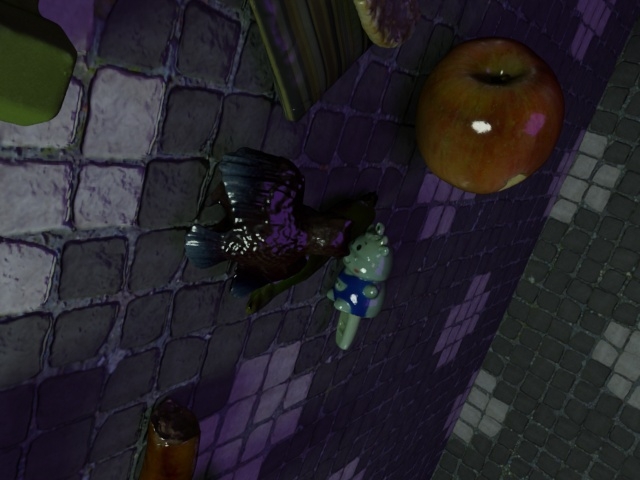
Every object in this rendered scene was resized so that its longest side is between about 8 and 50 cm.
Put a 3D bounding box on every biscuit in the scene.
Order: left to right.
[{"bbox_3d":[0.075,-0.330,0.669,0.265,0.040,0.188,40,63,-63],"label":"biscuit"}]

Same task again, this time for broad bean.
[{"bbox_3d":[0.000,0.000,0.886,0.339,0.061,0.077,-37,153,-35],"label":"broad bean"}]

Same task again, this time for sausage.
[{"bbox_3d":[-0.240,0.368,0.814,0.103,0.076,0.302,12,103,-51],"label":"sausage"}]

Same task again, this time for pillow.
[{"bbox_3d":[0.000,-0.277,0.666,0.212,0.052,0.208,-48,142,-24],"label":"pillow"}]

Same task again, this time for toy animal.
[{"bbox_3d":[-0.056,-0.001,0.692,0.116,0.179,0.218,-64,162,-51],"label":"toy animal"}]

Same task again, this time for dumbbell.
[{"bbox_3d":[-0.185,-0.228,0.375,0.108,0.121,0.302,18,101,-30],"label":"dumbbell"}]

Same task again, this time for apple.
[{"bbox_3d":[0.282,-0.199,0.976,0.242,0.242,0.241,-49,154,-20],"label":"apple"}]

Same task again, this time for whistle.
[{"bbox_3d":[0.068,0.080,1.023,0.092,0.110,0.244,10,110,-25],"label":"whistle"}]
